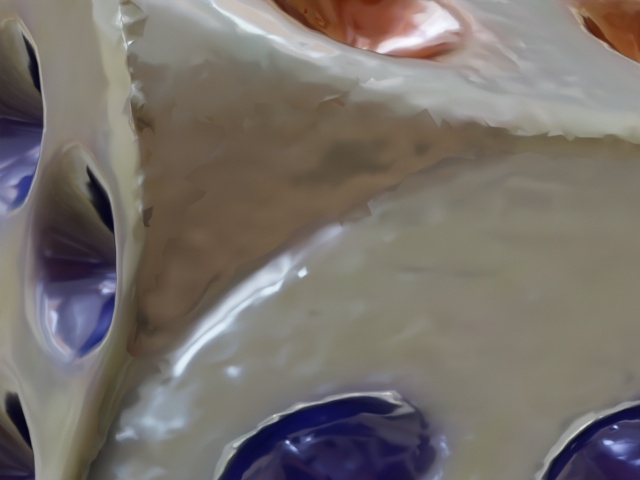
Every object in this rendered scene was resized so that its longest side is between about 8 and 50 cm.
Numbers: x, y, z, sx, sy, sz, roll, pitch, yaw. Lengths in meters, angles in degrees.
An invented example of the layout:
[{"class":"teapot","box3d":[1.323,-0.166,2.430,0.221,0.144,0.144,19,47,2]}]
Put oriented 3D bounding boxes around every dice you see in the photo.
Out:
[{"class":"dice","box3d":[0.000,0.000,0.649,0.251,0.243,0.259,2,-146,-27]}]
